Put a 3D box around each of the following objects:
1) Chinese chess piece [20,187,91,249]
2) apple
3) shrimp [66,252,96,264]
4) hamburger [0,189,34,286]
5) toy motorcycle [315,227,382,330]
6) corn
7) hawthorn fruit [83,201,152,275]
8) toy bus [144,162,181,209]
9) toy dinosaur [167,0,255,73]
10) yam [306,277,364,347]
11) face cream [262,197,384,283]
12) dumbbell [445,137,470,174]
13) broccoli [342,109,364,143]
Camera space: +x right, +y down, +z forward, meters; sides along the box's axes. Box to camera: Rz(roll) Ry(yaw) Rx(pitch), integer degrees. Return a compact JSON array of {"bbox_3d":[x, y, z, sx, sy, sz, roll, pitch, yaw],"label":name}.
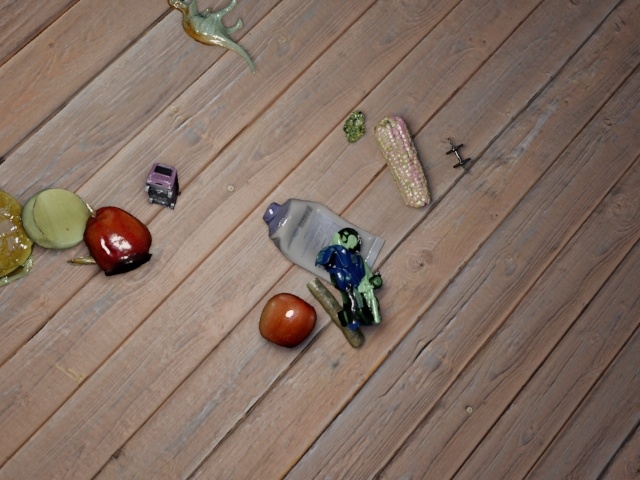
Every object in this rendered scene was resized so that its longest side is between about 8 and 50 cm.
[{"bbox_3d":[-0.796,-0.064,1.504,0.188,0.083,0.188,28,53,-44],"label":"Chinese chess piece"},{"bbox_3d":[-0.105,0.255,1.590,0.181,0.181,0.168,27,79,-7],"label":"apple"},{"bbox_3d":[-0.745,0.039,1.578,0.115,0.023,0.083,-9,84,-16],"label":"shrimp"},{"bbox_3d":[-0.991,-0.008,1.483,0.266,0.134,0.284,-26,88,-13],"label":"hamburger"},{"bbox_3d":[0.091,0.125,1.612,0.196,0.125,0.330,-13,86,-37],"label":"toy motorcycle"},{"bbox_3d":[0.293,-0.274,1.736,0.127,0.127,0.334,-25,92,-11],"label":"corn"},{"bbox_3d":[-0.632,-0.009,1.515,0.189,0.189,0.251,-45,103,-10],"label":"hawthorn fruit"},{"bbox_3d":[-0.490,-0.168,1.564,0.087,0.178,0.098,14,71,-9],"label":"toy bus"},{"bbox_3d":[-0.337,-0.709,1.674,0.206,0.092,0.392,-34,93,-11],"label":"toy dinosaur"},{"bbox_3d":[0.052,0.242,1.683,0.061,0.061,0.274,-38,92,-11],"label":"yam"},{"bbox_3d":[0.000,0.000,1.673,0.421,0.137,0.234,30,79,-14],"label":"face cream"},{"bbox_3d":[0.497,-0.305,1.796,0.069,0.069,0.147,-29,91,-11],"label":"dumbbell"},{"bbox_3d":[0.117,-0.397,1.729,0.097,0.092,0.095,-32,78,7],"label":"broccoli"}]
